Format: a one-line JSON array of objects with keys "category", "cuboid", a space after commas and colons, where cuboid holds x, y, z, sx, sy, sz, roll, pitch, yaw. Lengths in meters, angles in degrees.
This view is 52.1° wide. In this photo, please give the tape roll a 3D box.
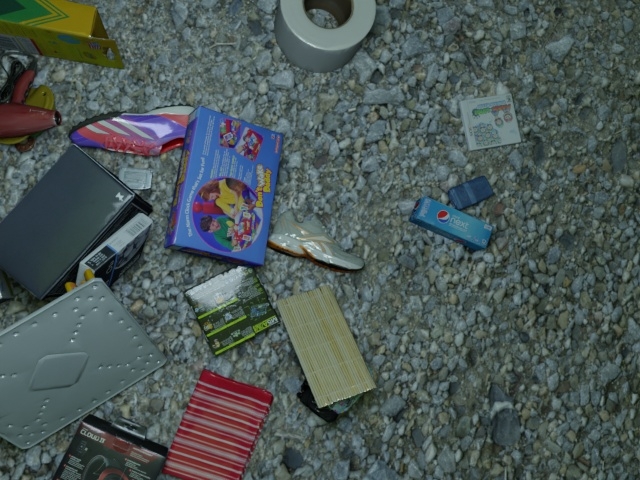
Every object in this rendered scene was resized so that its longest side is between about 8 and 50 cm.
[{"category": "tape roll", "cuboid": [0.007, -0.581, 1.703, 0.246, 0.169, 0.246, 1, 84, -9]}]

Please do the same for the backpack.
[{"category": "backpack", "cuboid": [0.043, 0.362, 1.648, 0.115, 0.152, 0.182, 45, 74, -18]}]

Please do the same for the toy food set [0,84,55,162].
[{"category": "toy food set", "cuboid": [-0.731, -0.283, 1.610, 0.128, 0.071, 0.218, 34, 77, 20]}]

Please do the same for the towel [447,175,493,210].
[{"category": "towel", "cuboid": [0.411, -0.130, 1.801, 0.119, 0.029, 0.067, -23, 89, -10]}]

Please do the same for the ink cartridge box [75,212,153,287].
[{"category": "ink cartridge box", "cuboid": [-0.482, 0.062, 1.503, 0.045, 0.208, 0.206, 36, 44, 1]}]

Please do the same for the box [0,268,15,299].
[{"category": "box", "cuboid": [-0.821, 0.061, 1.539, 0.114, 0.103, 0.203, -21, 89, -11]}]

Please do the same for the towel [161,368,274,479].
[{"category": "towel", "cuboid": [-0.253, 0.479, 1.634, 0.198, 0.031, 0.275, 22, 82, -6]}]

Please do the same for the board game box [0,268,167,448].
[{"category": "board game box", "cuboid": [-0.584, 0.273, 1.447, 0.390, 0.390, 0.050, -31, 54, -11]}]

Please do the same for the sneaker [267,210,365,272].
[{"category": "sneaker", "cuboid": [0.000, 0.000, 1.689, 0.262, 0.099, 0.121, 20, 78, -8]}]

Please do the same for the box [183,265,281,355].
[{"category": "box", "cuboid": [-0.223, 0.169, 1.661, 0.190, 0.045, 0.184, -27, 92, -12]}]

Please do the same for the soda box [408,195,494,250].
[{"category": "soda box", "cuboid": [0.351, -0.045, 1.761, 0.210, 0.071, 0.067, 24, 81, -7]}]

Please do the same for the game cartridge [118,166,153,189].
[{"category": "game cartridge", "cuboid": [-0.471, -0.156, 1.663, 0.083, 0.017, 0.056, 7, 80, -9]}]

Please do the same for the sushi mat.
[{"category": "sushi mat", "cuboid": [0.009, 0.253, 1.623, 0.151, 0.019, 0.317, -18, 57, -11]}]

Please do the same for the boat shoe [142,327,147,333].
[{"category": "boat shoe", "cuboid": [-0.537, 0.252, 1.583, 0.228, 0.076, 0.080, -5, 86, -10]}]

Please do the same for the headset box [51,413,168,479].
[{"category": "headset box", "cuboid": [-0.509, 0.565, 1.542, 0.218, 0.110, 0.293, 26, 81, -7]}]

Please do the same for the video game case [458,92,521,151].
[{"category": "video game case", "cuboid": [0.475, -0.332, 1.835, 0.157, 0.019, 0.143, -11, 87, -11]}]

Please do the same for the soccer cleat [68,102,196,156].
[{"category": "soccer cleat", "cuboid": [-0.457, -0.259, 1.628, 0.318, 0.108, 0.116, -11, 83, -14]}]

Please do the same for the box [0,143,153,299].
[{"category": "box", "cuboid": [-0.560, -0.035, 1.488, 0.182, 0.294, 0.296, 41, 83, -4]}]

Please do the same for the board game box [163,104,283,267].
[{"category": "board game box", "cuboid": [-0.233, -0.127, 1.610, 0.233, 0.078, 0.347, 15, 75, -28]}]

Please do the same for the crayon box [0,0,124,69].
[{"category": "crayon box", "cuboid": [-0.637, -0.506, 1.574, 0.318, 0.202, 0.081, 9, 83, -10]}]

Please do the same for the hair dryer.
[{"category": "hair dryer", "cuboid": [-0.724, -0.341, 1.549, 0.293, 0.080, 0.223, 36, 78, 20]}]
